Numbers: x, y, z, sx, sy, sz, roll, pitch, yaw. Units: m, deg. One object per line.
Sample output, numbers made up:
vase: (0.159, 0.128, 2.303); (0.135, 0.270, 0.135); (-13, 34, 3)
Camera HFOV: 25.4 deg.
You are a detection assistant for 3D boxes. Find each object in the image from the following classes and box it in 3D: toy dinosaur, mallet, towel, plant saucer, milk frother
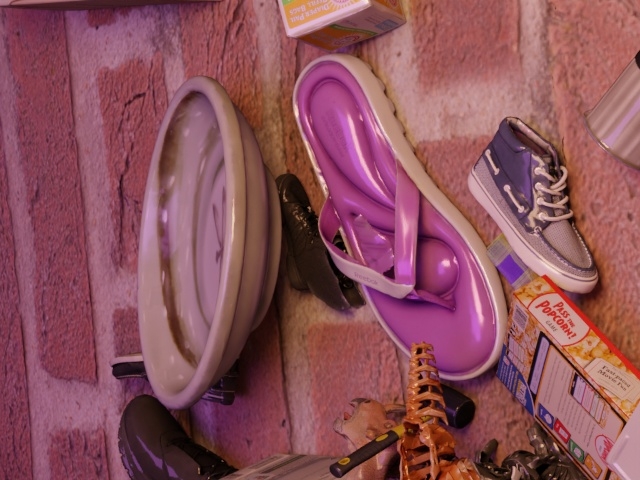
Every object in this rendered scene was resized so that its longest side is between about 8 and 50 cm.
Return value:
toy dinosaur: (0.156, 0.264, 1.413); (0.164, 0.218, 0.322); (1, 93, 47)
toy dinosaur: (0.104, 0.324, 1.549); (0.296, 0.200, 0.127); (55, 152, -7)
mallet: (0.077, 0.201, 1.515); (0.062, 0.189, 0.039); (30, 131, 47)
towel: (0.207, 0.030, 1.464); (0.083, 0.009, 0.060); (54, 149, 11)
plant saucer: (-0.127, 0.004, 1.713); (0.400, 0.100, 0.400); (-176, 90, -69)
milk frother: (0.308, -0.120, 1.269); (0.129, 0.143, 0.135); (49, 124, 22)

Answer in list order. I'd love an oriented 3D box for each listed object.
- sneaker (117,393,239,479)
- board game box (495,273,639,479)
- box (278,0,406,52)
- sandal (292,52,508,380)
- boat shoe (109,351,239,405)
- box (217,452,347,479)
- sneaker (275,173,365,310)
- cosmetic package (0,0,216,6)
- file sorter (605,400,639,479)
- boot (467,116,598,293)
sneaker: (-0.156, 0.314, 1.841); (0.130, 0.109, 0.286); (-42, 73, 33)
board game box: (0.253, 0.149, 1.380); (0.193, 0.045, 0.147); (50, 155, 31)
box: (0.006, -0.324, 1.566); (0.103, 0.114, 0.203); (-18, 80, 22)
sandal: (0.058, -0.021, 1.569); (0.169, 0.102, 0.416); (-47, 61, 38)
boat shoe: (-0.198, 0.179, 1.870); (0.233, 0.084, 0.079); (-4, 91, 43)
box: (-0.036, 0.291, 1.668); (0.186, 0.145, 0.038); (-8, 98, 46)
sneaker: (-0.002, 0.000, 1.674); (0.089, 0.051, 0.170); (-9, 91, 44)
cosmetic package: (-0.283, -0.362, 1.849); (0.309, 0.160, 0.113); (5, 98, 47)
file sorter: (0.413, 0.194, 1.151); (0.278, 0.173, 0.193); (50, 143, 30)
boot: (0.222, -0.037, 1.419); (0.190, 0.069, 0.086); (50, 133, 31)
